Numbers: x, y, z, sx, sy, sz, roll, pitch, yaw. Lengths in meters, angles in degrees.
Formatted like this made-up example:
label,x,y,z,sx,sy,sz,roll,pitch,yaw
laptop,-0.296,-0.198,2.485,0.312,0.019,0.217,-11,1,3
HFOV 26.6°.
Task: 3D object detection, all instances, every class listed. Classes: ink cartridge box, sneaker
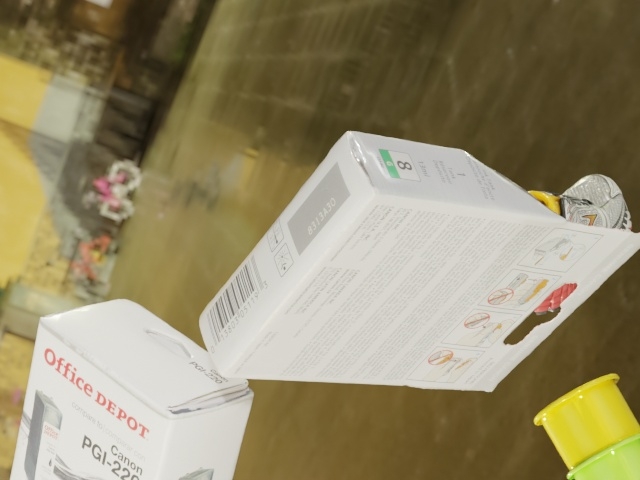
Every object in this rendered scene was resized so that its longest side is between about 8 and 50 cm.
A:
label,x,y,z,sx,sy,sz,roll,pitch,yaw
ink cartridge box,-0.153,0.177,1.037,0.158,0.092,0.218,30,114,34
sneaker,0.235,-0.015,1.308,0.225,0.088,0.093,-41,-58,-49
ink cartridge box,0.064,0.022,0.833,0.181,0.224,0.056,-50,49,37

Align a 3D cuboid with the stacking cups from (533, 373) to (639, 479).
label,x,y,z,sx,sy,sz,roll,pitch,yaw
stacking cups,0.323,0.280,1.274,0.316,0.096,0.096,60,144,20
